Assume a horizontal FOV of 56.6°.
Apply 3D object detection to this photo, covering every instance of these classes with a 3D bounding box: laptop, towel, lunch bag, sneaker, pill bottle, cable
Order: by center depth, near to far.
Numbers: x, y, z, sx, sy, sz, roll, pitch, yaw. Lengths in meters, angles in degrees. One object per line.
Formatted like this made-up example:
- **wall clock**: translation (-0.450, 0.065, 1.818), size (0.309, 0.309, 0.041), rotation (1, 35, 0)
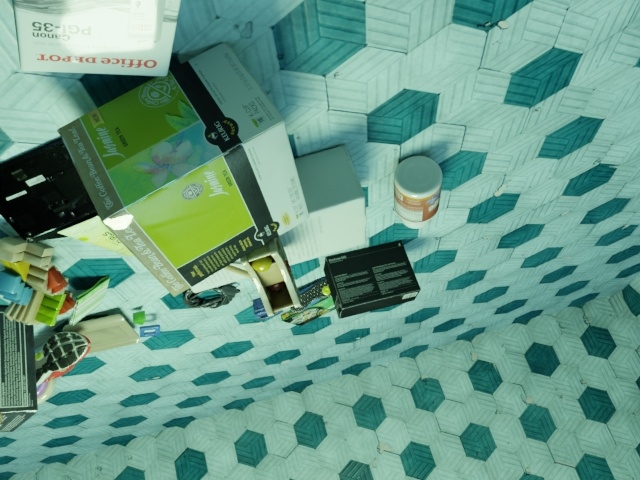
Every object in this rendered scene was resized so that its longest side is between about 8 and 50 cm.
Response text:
- **laptop**: translation (-0.519, -0.102, 1.231), size (0.234, 0.136, 0.264), rotation (-22, 128, 7)
- **pill bottle**: translation (0.253, -0.117, 1.555), size (0.121, 0.121, 0.216), rotation (-17, 155, -1)
- **towel**: translation (-0.630, 0.161, 1.615), size (0.113, 0.023, 0.152), rotation (-46, 176, -44)
- **sneaker**: translation (-0.777, 0.348, 1.794), size (0.279, 0.107, 0.118), rotation (-30, 166, 26)
- **cable**: translation (-0.350, 0.169, 1.840), size (0.151, 0.047, 0.184), rotation (-29, 155, 32)
- **lunch bag**: translation (-0.186, 0.233, 2.031), size (0.098, 0.065, 0.067), rotation (-17, 154, -2)
- **sneaker**: translation (-0.016, 0.177, 2.048), size (0.209, 0.069, 0.082), rotation (-29, -174, 3)

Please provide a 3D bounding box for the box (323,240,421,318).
- **box**: translation (0.161, 0.124, 1.899), size (0.261, 0.184, 0.103), rotation (-12, 156, -11)

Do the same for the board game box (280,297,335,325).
- **board game box**: translation (-0.008, 0.250, 2.219), size (0.260, 0.030, 0.136), rotation (-28, 150, 21)

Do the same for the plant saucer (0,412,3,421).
- **plant saucer**: translation (-0.889, 0.443, 1.370), size (0.278, 0.041, 0.278), rotation (-13, 153, -7)

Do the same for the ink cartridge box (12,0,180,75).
- **ink cartridge box**: translation (-0.286, -0.353, 0.763), size (0.207, 0.117, 0.283), rotation (-5, 151, -25)

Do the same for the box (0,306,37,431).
- **box**: translation (-0.909, 0.328, 1.511), size (0.294, 0.296, 0.183), rotation (13, 141, -45)

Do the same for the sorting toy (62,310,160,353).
- **sorting toy**: translation (-0.677, 0.282, 1.845), size (0.348, 0.047, 0.196), rotation (-12, 150, -6)

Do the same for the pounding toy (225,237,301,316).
- **pounding toy**: translation (-0.138, 0.086, 1.307), size (0.155, 0.154, 0.269), rotation (-19, 152, 1)

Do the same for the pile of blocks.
- **pile of blocks**: translation (-0.654, 0.121, 1.389), size (0.113, 0.149, 0.362), rotation (19, 150, 3)

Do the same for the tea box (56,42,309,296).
- **tea box**: translation (-0.225, -0.113, 1.081), size (0.324, 0.220, 0.329), rotation (-31, 155, -9)

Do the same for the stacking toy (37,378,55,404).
- **stacking toy**: translation (-0.961, 0.405, 1.828), size (0.141, 0.141, 0.330), rotation (-17, 150, -2)

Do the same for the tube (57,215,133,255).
- **tube**: translation (-0.475, -0.011, 1.317), size (0.070, 0.062, 0.240), rotation (-61, 168, -6)

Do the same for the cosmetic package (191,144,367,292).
- **cosmetic package**: translation (-0.128, -0.045, 1.412), size (0.453, 0.161, 0.230), rotation (-16, 153, -3)
